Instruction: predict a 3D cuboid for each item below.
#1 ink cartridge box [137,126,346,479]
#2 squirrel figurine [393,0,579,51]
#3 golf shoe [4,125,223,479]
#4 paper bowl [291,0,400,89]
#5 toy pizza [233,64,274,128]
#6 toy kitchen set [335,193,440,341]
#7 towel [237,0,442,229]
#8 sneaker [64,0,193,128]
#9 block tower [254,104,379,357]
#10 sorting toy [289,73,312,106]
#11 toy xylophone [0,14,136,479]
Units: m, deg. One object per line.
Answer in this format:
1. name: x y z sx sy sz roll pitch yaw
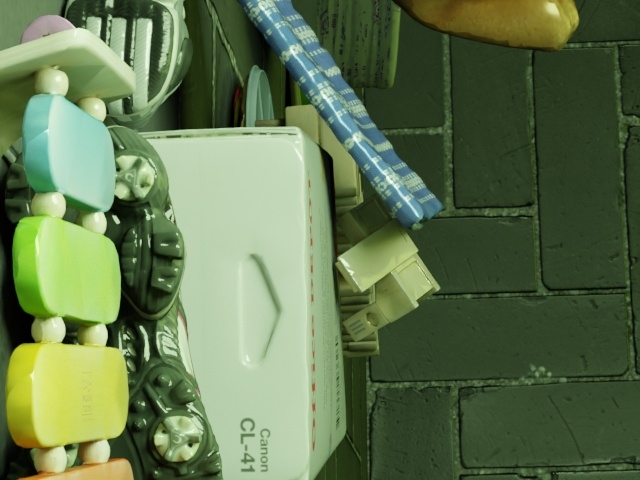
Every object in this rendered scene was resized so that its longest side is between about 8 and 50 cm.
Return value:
1. ink cartridge box: -0.057 0.043 1.197 0.306 0.131 0.226 11 78 -84
2. squirrel figurine: 0.065 -0.404 1.482 0.370 0.397 0.281 80 27 -50
3. golf shoe: -0.101 0.081 0.893 0.120 0.105 0.273 109 -20 -85
4. paper bowl: 0.014 -0.305 1.883 0.284 0.148 0.284 -177 -90 -89
5. toy pizza: -0.065 -0.065 1.677 0.201 0.032 0.201 -3 90 -85
6. toy kitchen set: 0.023 0.027 1.269 0.068 0.075 0.083 -34 90 -43
7. towel: -0.017 -0.152 1.293 0.336 0.040 0.243 54 5 3
8. sneaker: -0.108 -0.175 1.061 0.132 0.086 0.229 85 14 -80
9. block tower: 0.000 0.000 1.652 0.335 0.090 0.097 81 7 -59
10. sorting toy: -0.014 -0.115 2.197 0.193 0.038 0.208 78 12 -63
11. toy xylophone: -0.126 0.072 0.713 0.236 0.081 0.323 -30 117 -83
